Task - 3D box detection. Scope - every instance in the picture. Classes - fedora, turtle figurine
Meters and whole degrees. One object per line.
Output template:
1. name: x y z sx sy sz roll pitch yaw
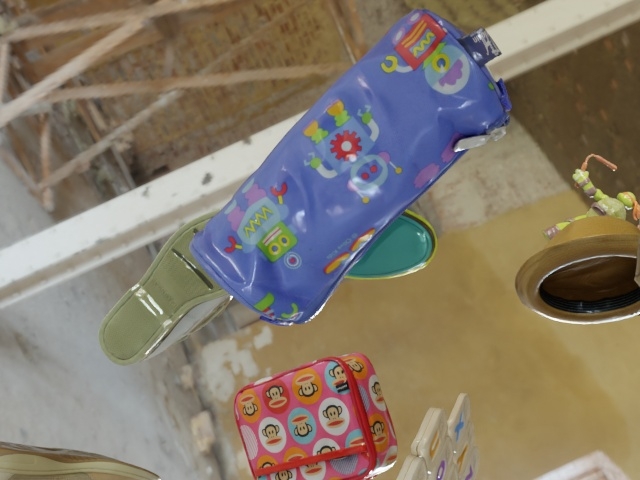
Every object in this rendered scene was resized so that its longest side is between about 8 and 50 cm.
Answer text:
1. fedora: 0.332 0.027 0.958 0.194 0.195 0.079 66 23 -47
2. turtle figurine: 0.604 -0.031 1.698 0.269 0.217 0.087 51 4 -5

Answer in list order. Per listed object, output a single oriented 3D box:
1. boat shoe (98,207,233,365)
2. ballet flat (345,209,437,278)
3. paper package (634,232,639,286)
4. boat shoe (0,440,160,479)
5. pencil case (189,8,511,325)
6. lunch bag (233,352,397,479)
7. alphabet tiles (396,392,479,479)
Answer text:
1. boat shoe: -0.172 0.054 1.090 0.113 0.302 0.103 55 14 10
2. ballet flat: 0.000 0.000 0.781 0.077 0.231 0.077 -36 120 -75
3. paper package: 0.461 0.000 0.557 0.309 0.325 0.168 -127 -150 -62
4. boat shoe: -0.408 0.391 1.258 0.341 0.122 0.110 25 71 -44
5. pencil case: 0.030 -0.056 0.679 0.133 0.306 0.119 49 11 22
6. lunch bag: -0.008 0.356 1.446 0.120 0.293 0.258 -2 72 -54
7. alphabet tiles: 0.137 0.338 0.973 0.278 0.021 0.284 -57 144 -39
